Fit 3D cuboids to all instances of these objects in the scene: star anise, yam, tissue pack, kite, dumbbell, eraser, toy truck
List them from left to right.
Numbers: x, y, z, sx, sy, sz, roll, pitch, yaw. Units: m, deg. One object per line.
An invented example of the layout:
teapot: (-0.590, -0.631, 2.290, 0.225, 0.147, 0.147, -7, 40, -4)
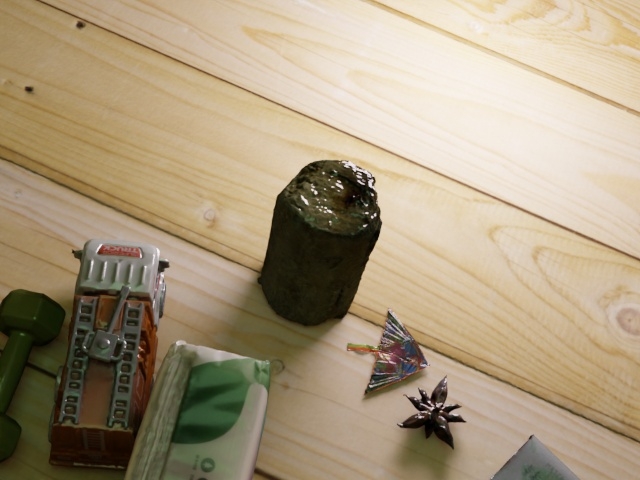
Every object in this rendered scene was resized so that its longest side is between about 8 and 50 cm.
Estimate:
dumbbell: (-0.538, 0.231, 1.892, 0.108, 0.121, 0.302, 27, 57, -20)
toy truck: (-0.362, 0.181, 1.891, 0.173, 0.207, 0.387, 6, 60, -6)
tissue pack: (-0.205, 0.372, 1.774, 0.194, 0.266, 0.356, 14, 61, 0)
yam: (0.000, 0.000, 2.004, 0.195, 0.300, 0.195, 7, 50, -9)
kite: (0.127, 0.213, 2.060, 0.159, 0.010, 0.190, 18, 58, 3)
star anise: (0.208, 0.301, 1.995, 0.124, 0.056, 0.129, 22, 60, 5)
eraser: (0.398, 0.472, 1.914, 0.174, 0.081, 0.227, -39, 72, -26)
